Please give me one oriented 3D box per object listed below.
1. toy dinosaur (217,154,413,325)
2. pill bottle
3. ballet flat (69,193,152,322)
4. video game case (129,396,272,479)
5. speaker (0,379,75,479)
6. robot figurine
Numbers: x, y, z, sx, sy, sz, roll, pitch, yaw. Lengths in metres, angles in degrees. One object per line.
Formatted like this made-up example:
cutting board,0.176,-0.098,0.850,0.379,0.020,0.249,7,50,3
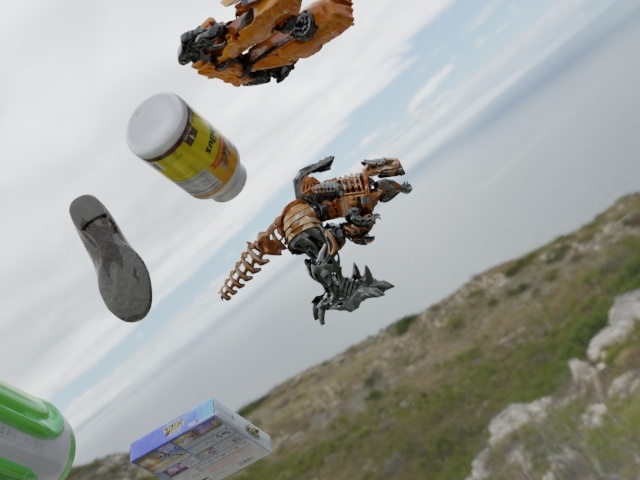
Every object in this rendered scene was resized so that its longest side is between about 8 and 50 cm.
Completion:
toy dinosaur,0.000,0.000,1.212,0.321,0.219,0.164,-29,4,17
pill bottle,-0.212,-0.144,1.309,0.117,0.117,0.215,-38,-35,9
ballet flat,-0.336,0.031,1.276,0.084,0.250,0.058,-29,-25,-13
video game case,-0.302,0.528,2.020,0.269,0.244,0.061,-31,43,15
speaker,-0.374,0.189,0.812,0.131,0.131,0.296,-38,-31,-5
robot figurine,-0.095,-0.331,1.269,0.211,0.085,0.291,12,-20,-42
